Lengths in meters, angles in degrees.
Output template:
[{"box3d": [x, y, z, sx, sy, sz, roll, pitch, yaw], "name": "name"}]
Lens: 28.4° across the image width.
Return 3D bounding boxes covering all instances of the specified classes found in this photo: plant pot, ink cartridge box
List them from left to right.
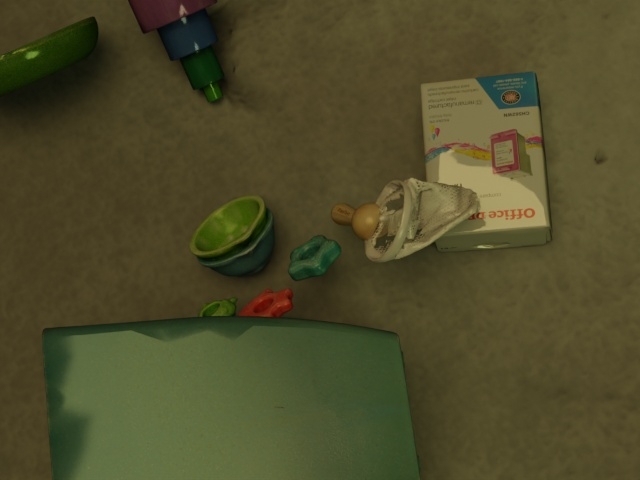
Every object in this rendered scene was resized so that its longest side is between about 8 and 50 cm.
[{"box3d": [-0.052, 0.140, 0.882, 0.234, 0.165, 0.165, -8, 75, 1], "name": "plant pot"}, {"box3d": [0.124, -0.057, 0.948, 0.089, 0.052, 0.122, -6, 77, 10], "name": "ink cartridge box"}]

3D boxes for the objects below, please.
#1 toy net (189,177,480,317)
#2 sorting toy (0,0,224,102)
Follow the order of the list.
[{"box3d": [0.000, 0.000, 0.908, 0.232, 0.045, 0.122, -16, 31, 30], "name": "toy net"}, {"box3d": [-0.238, -0.092, 1.019, 0.366, 0.127, 0.126, -23, 102, 2], "name": "sorting toy"}]
